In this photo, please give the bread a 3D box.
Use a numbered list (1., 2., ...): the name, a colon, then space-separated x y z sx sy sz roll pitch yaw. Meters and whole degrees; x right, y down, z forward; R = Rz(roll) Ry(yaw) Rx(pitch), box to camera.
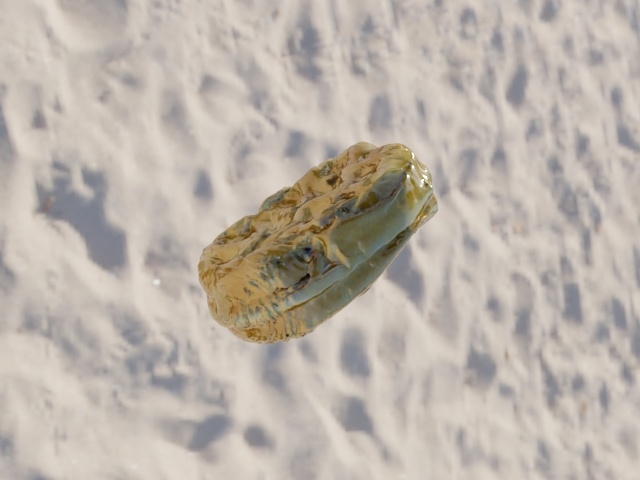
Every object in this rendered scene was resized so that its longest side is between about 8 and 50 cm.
1. bread: 0.000 0.000 0.570 0.110 0.083 0.044 -37 107 -14
